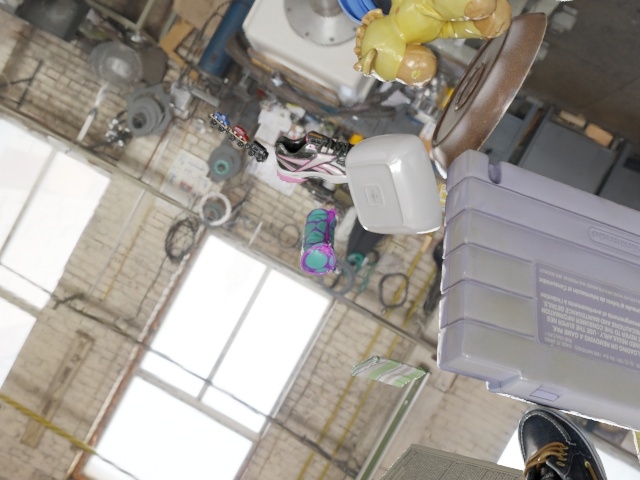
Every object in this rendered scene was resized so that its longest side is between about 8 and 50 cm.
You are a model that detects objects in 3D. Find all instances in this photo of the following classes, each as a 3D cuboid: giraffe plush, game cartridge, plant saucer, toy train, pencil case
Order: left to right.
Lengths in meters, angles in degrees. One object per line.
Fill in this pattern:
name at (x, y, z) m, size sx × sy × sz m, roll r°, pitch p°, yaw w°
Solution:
toy train at (-0.172, -0.222, 1.269) m, size 0.158 × 0.036 × 0.027 m, roll 39°, pitch -154°, yaw 6°
pencil case at (0.000, 0.000, 1.102) m, size 0.064 × 0.070 × 0.152 m, roll 36°, pitch -155°, yaw -19°
giraffe plush at (0.122, -0.283, 0.804) m, size 0.210 × 0.171 × 0.181 m, roll 41°, pitch -162°, yaw 28°
plant saucer at (0.271, -0.254, 1.033) m, size 0.050 × 0.311 × 0.310 m, roll 29°, pitch -178°, yaw -5°
game cartridge at (0.283, 0.065, 0.602) m, size 0.354 × 0.230 × 0.068 m, roll 18°, pitch 154°, yaw -14°

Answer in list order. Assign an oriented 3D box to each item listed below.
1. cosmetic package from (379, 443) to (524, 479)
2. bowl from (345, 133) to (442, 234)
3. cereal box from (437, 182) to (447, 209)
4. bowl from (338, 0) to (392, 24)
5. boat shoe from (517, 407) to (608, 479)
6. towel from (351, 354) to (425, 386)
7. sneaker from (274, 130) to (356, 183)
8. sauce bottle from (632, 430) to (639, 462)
cosmetic package at (0.245, 0.453, 0.997) m, size 0.309 × 0.160 × 0.113 m, roll -3°, pitch 113°, yaw 48°
bowl at (0.090, -0.070, 0.825) m, size 0.053 × 0.142 × 0.142 m, roll -26°, pitch -163°, yaw -34°
cereal box at (0.361, -0.079, 1.420) m, size 0.240 × 0.047 × 0.173 m, roll 15°, pitch 178°, yaw -7°
bowl at (0.158, -0.596, 1.127) m, size 0.077 × 0.391 × 0.391 m, roll 2°, pitch -163°, yaw -34°
boat shoe at (0.200, 0.197, 0.509) m, size 0.083 × 0.065 × 0.183 m, roll 40°, pitch -163°, yaw -22°
towel at (0.165, 0.323, 1.474) m, size 0.152 × 0.023 × 0.113 m, roll 20°, pitch 143°, yaw -22°
sneaker at (0.005, -0.139, 0.968) m, size 0.178 × 0.072 × 0.077 m, roll -5°, pitch 132°, yaw 14°
sauce bottle at (0.709, 0.394, 1.256) m, size 0.111 × 0.345 × 0.111 m, roll -6°, pitch 164°, yaw -2°
